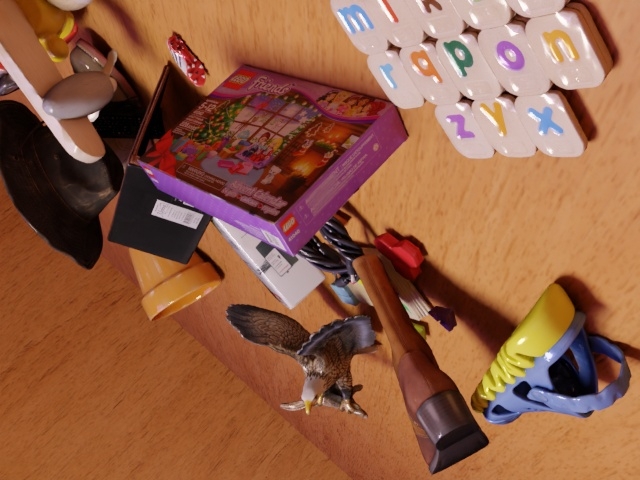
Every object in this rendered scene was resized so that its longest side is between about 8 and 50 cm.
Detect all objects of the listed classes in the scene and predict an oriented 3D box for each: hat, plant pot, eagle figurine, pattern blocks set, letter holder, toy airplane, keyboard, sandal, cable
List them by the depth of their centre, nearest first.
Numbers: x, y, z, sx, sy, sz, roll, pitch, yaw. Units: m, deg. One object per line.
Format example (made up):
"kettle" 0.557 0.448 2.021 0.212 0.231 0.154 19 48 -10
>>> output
"sandal" 0.279 0.177 1.002 0.138 0.126 0.317 35 161 14
"toy airplane" -0.460 -0.342 1.190 0.386 0.272 0.384 55 -173 -51
"cable" 0.000 0.000 1.224 0.184 0.047 0.150 51 160 -15
"pattern blocks set" 0.087 0.060 1.283 0.325 0.026 0.285 20 149 50
"letter holder" -0.244 -0.125 1.375 0.152 0.214 0.302 18 152 -13
"hat" -0.418 -0.118 1.399 0.331 0.134 0.331 64 -176 -9
"eagle figurine" -0.008 0.205 1.458 0.225 0.226 0.298 -121 7 -56
"keyboard" -0.384 -0.215 1.472 0.192 0.038 0.100 0 139 1
"plant pot" -0.383 0.073 2.041 0.188 0.205 0.205 59 162 6

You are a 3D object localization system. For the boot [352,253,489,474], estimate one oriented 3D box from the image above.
"boot" 0.127 0.183 1.166 0.280 0.096 0.264 62 -176 30

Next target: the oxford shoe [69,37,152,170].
"oxford shoe" -0.417 -0.232 1.541 0.123 0.130 0.348 39 159 24

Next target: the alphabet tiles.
"alphabet tiles" 0.120 -0.186 0.719 0.278 0.021 0.284 52 160 -23

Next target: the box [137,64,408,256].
"box" -0.067 -0.111 0.980 0.293 0.201 0.057 24 153 44

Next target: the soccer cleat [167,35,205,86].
"soccer cleat" -0.198 -0.265 1.195 0.083 0.029 0.035 54 168 -16

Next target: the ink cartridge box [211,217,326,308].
"ink cartridge box" -0.098 0.009 1.414 0.208 0.087 0.153 51 171 -12
